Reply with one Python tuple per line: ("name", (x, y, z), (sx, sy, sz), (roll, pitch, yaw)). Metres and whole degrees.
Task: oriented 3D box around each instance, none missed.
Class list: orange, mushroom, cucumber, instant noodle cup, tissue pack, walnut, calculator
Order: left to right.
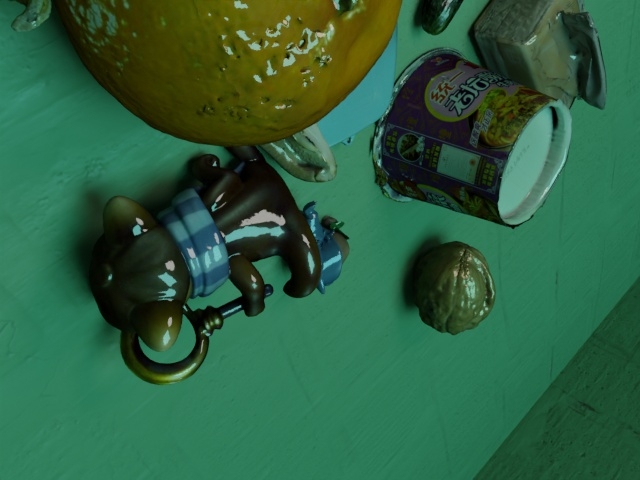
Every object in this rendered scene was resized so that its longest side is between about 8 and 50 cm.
("orange", (-0.081, -0.308, 0.692), (0.424, 0.326, 0.423), (-26, 132, -33))
("mushroom", (-0.057, -0.170, 0.994), (0.210, 0.094, 0.072), (45, 33, -32))
("calculator", (0.032, -0.323, 1.029), (0.256, 0.054, 0.386), (-33, 136, -29))
("walnut", (0.315, 0.114, 1.511), (0.198, 0.198, 0.244), (-27, 135, -35))
("cucumber", (0.249, -0.484, 1.150), (0.074, 0.074, 0.241), (23, 99, -52))
("instant noodle cup", (0.307, -0.181, 1.252), (0.340, 0.266, 0.339), (-27, 132, -34))
("tissue pack", (0.495, -0.400, 1.351), (0.238, 0.239, 0.305), (-55, 142, -7))

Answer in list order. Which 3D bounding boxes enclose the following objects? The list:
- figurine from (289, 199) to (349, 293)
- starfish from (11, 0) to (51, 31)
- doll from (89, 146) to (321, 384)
("figurine", (0.000, -0.003, 1.162), (0.144, 0.114, 0.178), (-38, 128, -28))
("starfish", (-0.390, -0.294, 0.543), (0.327, 0.094, 0.375), (22, 98, -30))
("doll", (-0.172, 0.020, 0.933), (0.340, 0.209, 0.317), (-29, 100, -36))
